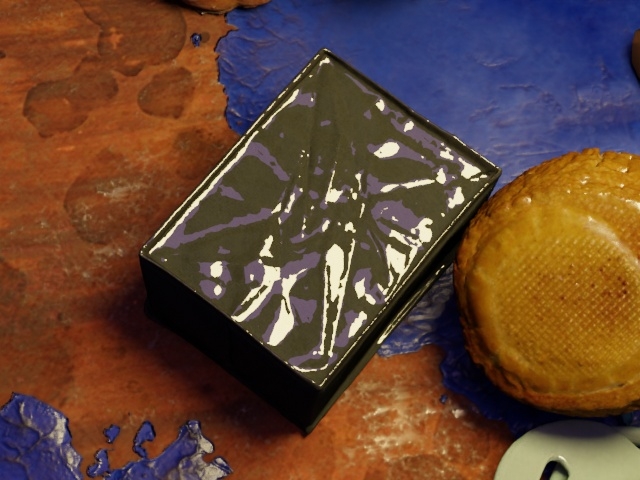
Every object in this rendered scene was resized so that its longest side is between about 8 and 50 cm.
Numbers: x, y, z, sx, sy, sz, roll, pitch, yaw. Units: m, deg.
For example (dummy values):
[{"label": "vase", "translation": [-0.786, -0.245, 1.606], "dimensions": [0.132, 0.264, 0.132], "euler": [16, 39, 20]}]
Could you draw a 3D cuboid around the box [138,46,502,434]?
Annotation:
[{"label": "box", "translation": [0.000, 0.000, 1.560], "dimensions": [0.251, 0.204, 0.345], "euler": [37, 72, 10]}]

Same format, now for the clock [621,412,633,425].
[{"label": "clock", "translation": [0.328, 0.147, 1.609], "dimensions": [0.108, 0.045, 0.147], "euler": [-41, 78, -15]}]

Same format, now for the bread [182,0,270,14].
[{"label": "bread", "translation": [-0.145, -0.413, 1.747], "dimensions": [0.190, 0.123, 0.244], "euler": [-23, 67, 2]}]

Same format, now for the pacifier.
[{"label": "pacifier", "translation": [0.366, 0.277, 1.455], "dimensions": [0.343, 0.269, 0.288], "euler": [25, 46, 3]}]

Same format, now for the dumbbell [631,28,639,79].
[{"label": "dumbbell", "translation": [0.511, -0.256, 1.747], "dimensions": [0.230, 0.092, 0.082], "euler": [-18, 44, -8]}]

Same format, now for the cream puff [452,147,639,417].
[{"label": "cream puff", "translation": [0.304, 0.043, 1.500], "dimensions": [0.303, 0.212, 0.303], "euler": [5, 102, 24]}]
